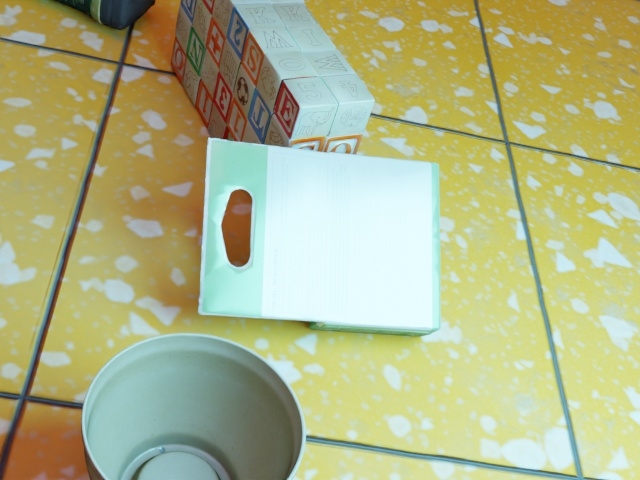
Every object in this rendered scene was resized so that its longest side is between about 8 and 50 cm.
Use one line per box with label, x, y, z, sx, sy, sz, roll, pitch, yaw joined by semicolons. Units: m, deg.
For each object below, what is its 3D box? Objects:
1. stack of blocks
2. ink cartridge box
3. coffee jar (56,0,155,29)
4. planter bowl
stack of blocks;-0.066;-0.177;1.041;0.087;0.171;0.297;-10;50;-28
ink cartridge box;0.000;0.000;0.904;0.235;0.056;0.171;5;77;-15
coffee jar;-0.302;-0.336;1.191;0.184;0.079;0.096;25;40;9
planter bowl;-0.101;0.166;0.715;0.162;0.109;0.162;9;43;-9
